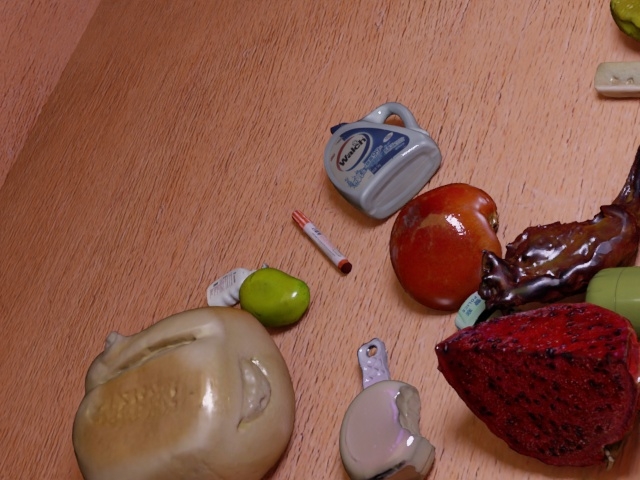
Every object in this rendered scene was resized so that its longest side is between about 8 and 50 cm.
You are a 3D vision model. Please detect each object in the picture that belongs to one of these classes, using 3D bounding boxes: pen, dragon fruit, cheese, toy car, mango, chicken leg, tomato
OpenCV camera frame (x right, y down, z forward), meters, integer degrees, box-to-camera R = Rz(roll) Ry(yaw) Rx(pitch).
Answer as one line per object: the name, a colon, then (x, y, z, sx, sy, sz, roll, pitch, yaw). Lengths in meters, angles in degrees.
pen: (0.000, 0.000, 1.945, 0.028, 0.028, 0.239, -47, 39, 3)
dragon fruit: (0.344, 0.198, 1.346, 0.317, 0.205, 0.152, -1, 28, 45)
cheese: (0.101, 0.276, 1.580, 0.163, 0.082, 0.286, -29, 42, 23)
toy car: (0.289, 0.145, 1.511, 0.090, 0.076, 0.224, -51, 39, 0)
mango: (-0.095, 0.115, 1.892, 0.163, 0.089, 0.117, 20, 74, 49)
chicken leg: (0.418, -0.011, 1.494, 0.407, 0.096, 0.158, -40, 55, -9)
tomato: (0.202, -0.004, 1.666, 0.200, 0.139, 0.233, -33, 41, 29)

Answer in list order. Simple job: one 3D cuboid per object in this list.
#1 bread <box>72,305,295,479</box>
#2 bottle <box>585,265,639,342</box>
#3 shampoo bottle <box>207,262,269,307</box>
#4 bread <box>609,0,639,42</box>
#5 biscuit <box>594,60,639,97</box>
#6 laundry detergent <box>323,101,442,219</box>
bread: (-0.236, 0.316, 1.731, 0.376, 0.253, 0.348, -29, 48, 26)
bottle: (0.504, 0.087, 1.323, 0.260, 0.112, 0.112, -5, 56, 41)
shampoo bottle: (-0.169, 0.089, 2.020, 0.152, 0.045, 0.077, -34, 39, 22)
bread: (0.673, -0.465, 1.613, 0.383, 0.112, 0.166, -35, 44, 18)
biscuit: (0.551, -0.269, 1.619, 0.188, 0.052, 0.056, 12, 84, 48)
laundry detergent: (0.106, -0.181, 1.933, 0.215, 0.105, 0.280, -44, 37, 8)
